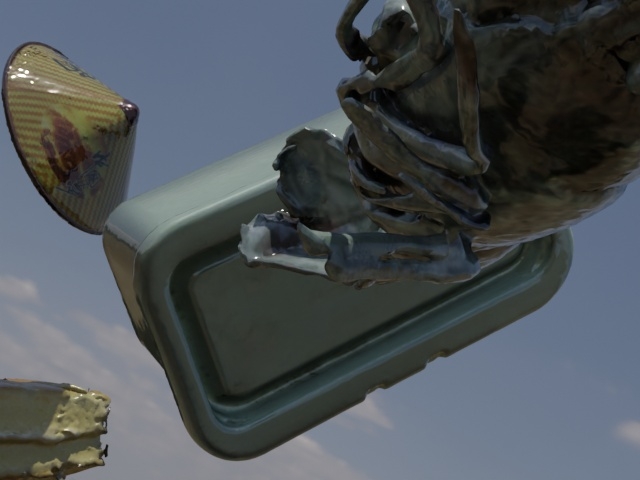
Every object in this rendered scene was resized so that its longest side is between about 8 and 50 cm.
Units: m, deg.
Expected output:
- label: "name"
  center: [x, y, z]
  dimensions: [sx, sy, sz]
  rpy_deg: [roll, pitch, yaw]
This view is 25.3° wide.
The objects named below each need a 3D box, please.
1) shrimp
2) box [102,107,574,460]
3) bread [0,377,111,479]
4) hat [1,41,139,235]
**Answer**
- label: "shrimp"
  center: [0.055, -0.058, 0.583]
  dimensions: [0.166, 0.221, 0.410]
  rpy_deg: [27, -20, 6]
- label: "box"
  center: [0.000, 0.000, 1.026]
  dimensions: [0.182, 0.312, 0.175]
  rpy_deg: [28, -41, 61]
- label: "bread"
  center: [-0.361, 0.184, 1.370]
  dimensions: [0.246, 0.111, 0.239]
  rpy_deg: [-6, -7, 42]
- label: "hat"
  center: [-0.203, -0.107, 1.316]
  dimensions: [0.082, 0.193, 0.193]
  rpy_deg: [-21, -36, 21]
